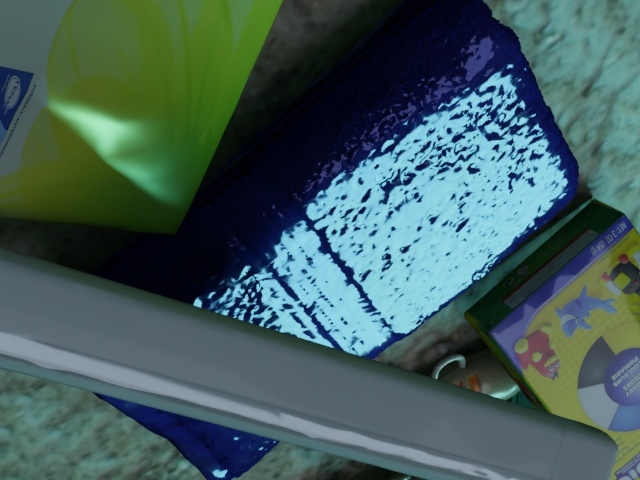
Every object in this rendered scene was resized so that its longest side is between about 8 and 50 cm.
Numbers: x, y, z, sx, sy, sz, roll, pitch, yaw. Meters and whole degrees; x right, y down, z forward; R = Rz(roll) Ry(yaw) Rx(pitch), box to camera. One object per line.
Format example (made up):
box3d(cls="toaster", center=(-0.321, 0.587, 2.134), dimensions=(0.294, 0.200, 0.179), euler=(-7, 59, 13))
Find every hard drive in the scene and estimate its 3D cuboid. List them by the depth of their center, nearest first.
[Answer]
box3d(cls="hard drive", center=(-0.072, 0.049, 0.790), dimensions=(0.353, 0.233, 0.047), euler=(19, 86, -31))

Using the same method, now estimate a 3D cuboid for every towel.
box3d(cls="towel", center=(0.000, 0.000, 1.020), dimensions=(0.308, 0.076, 0.227), euler=(-38, 148, 0))

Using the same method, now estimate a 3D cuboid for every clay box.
box3d(cls="clay box", center=(0.216, 0.095, 1.235), dimensions=(0.127, 0.053, 0.222), euler=(-41, 112, -5))

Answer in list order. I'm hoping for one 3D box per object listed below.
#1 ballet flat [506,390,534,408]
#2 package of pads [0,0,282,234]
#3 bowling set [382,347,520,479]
box3d(cls="ballet flat", center=(0.227, 0.180, 1.367), dimensions=(0.108, 0.106, 0.316), euler=(-12, 118, 23))
box3d(cls="package of pads", center=(-0.111, -0.126, 0.665), dimensions=(0.229, 0.101, 0.296), euler=(-65, 158, 8))
box3d(cls="bowling set", center=(0.097, 0.234, 1.254), dimensions=(0.154, 0.200, 0.287), euler=(-15, 133, -30))
